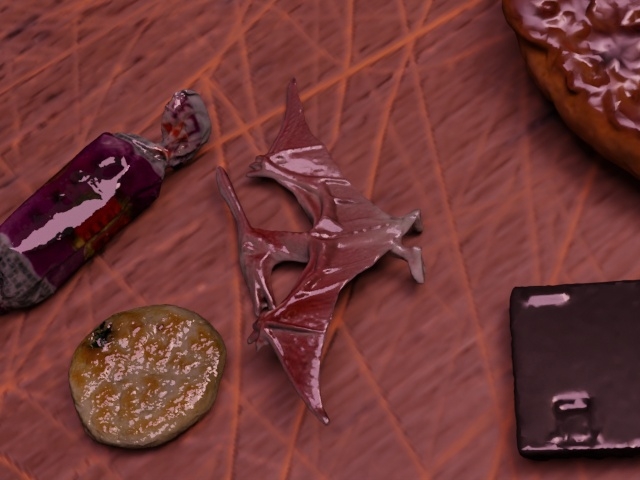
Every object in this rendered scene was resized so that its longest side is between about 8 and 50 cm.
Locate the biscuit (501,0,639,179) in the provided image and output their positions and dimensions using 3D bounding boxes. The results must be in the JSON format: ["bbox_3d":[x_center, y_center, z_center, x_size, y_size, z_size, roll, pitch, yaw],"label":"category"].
[{"bbox_3d":[0.255,-0.164,0.822,0.334,0.081,0.289,-40,67,-9],"label":"biscuit"}]

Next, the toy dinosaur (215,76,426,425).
[{"bbox_3d":[0.000,-0.001,0.798,0.108,0.032,0.220,-8,53,7],"label":"toy dinosaur"}]

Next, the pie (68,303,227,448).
[{"bbox_3d":[-0.088,0.068,0.781,0.085,0.017,0.085,-3,61,6],"label":"pie"}]

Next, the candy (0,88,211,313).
[{"bbox_3d":[-0.129,-0.017,0.815,0.175,0.045,0.043,-43,61,-14],"label":"candy"}]

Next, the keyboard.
[{"bbox_3d":[0.252,0.062,0.736,0.317,0.027,0.106,-2,59,6],"label":"keyboard"}]
